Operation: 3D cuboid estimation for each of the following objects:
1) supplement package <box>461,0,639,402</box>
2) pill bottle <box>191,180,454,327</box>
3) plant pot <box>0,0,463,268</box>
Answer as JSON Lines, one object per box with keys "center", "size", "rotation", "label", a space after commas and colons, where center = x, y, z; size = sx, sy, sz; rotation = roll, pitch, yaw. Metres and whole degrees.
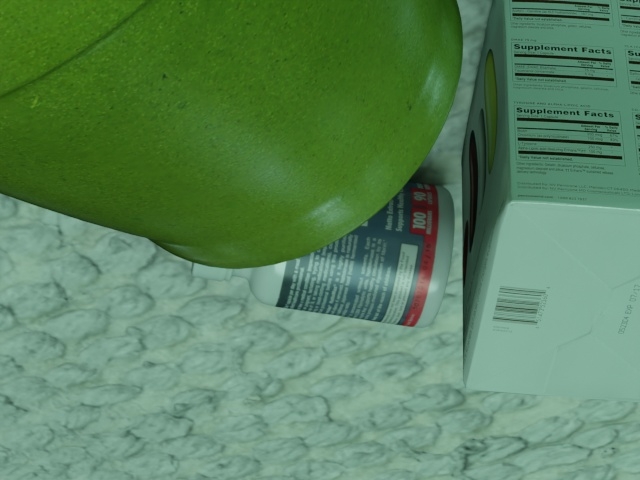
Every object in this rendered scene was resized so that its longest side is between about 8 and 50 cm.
{"center": [0.175, -0.034, 0.959], "size": [0.149, 0.203, 0.194], "rotation": [5, 140, -1], "label": "supplement package"}
{"center": [0.000, 0.000, 1.088], "size": [0.180, 0.108, 0.108], "rotation": [8, 140, -6], "label": "pill bottle"}
{"center": [-0.099, -0.157, 0.751], "size": [0.367, 0.366, 0.353], "rotation": [-16, 148, 22], "label": "plant pot"}
